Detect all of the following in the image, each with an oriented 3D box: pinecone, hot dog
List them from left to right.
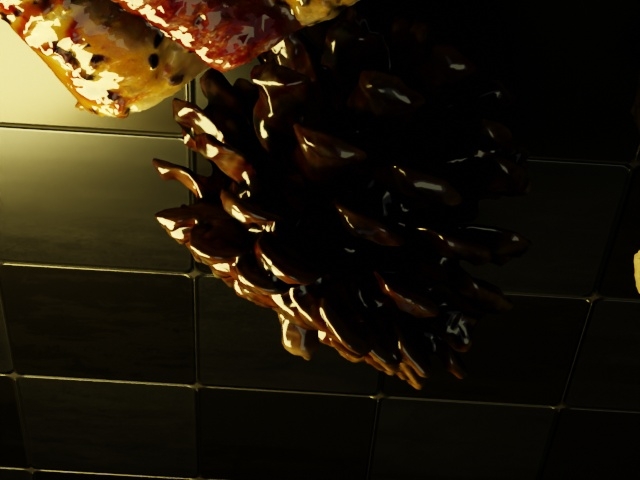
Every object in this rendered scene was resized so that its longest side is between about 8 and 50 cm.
[{"bbox_3d":[-0.170,-0.301,1.392,0.367,0.196,0.365,-22,131,24],"label":"hot dog"},{"bbox_3d":[0.031,-0.055,1.565,0.397,0.398,0.398,2,141,1],"label":"pinecone"}]

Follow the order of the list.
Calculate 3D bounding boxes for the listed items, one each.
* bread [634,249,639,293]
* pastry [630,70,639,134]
[{"bbox_3d":[0.491,0.061,1.773,0.224,0.211,0.184,15,133,-7],"label":"bread"},{"bbox_3d":[0.395,-0.151,1.543,0.103,0.189,0.189,19,138,-23],"label":"pastry"}]
